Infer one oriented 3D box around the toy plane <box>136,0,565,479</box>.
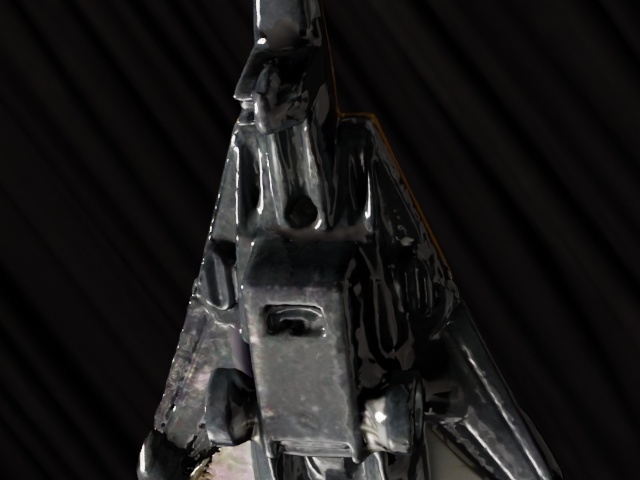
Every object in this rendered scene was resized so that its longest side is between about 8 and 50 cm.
[{"bbox_3d":[-0.002,0.008,0.728,0.204,0.316,0.103,0,39,12],"label":"toy plane"}]
